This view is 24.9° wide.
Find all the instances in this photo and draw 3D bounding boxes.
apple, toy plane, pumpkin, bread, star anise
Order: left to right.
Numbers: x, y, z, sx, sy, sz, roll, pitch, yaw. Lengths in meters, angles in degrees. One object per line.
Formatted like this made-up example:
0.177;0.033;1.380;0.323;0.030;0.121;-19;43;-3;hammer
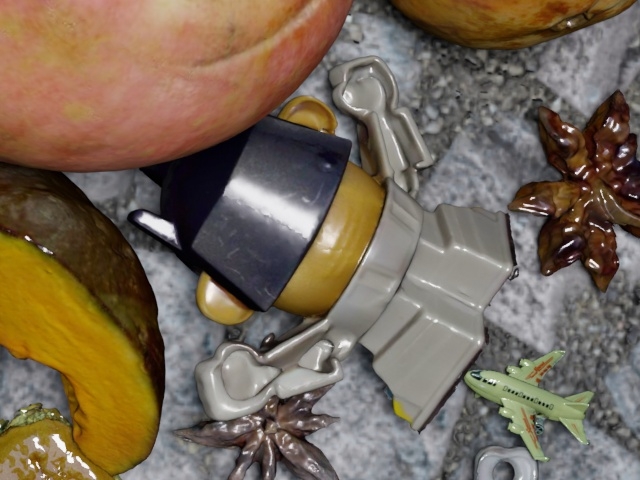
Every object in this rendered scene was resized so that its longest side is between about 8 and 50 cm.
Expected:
-0.211;0.203;1.083;0.128;0.069;0.140;-40;96;-8;bread
-0.189;0.002;1.017;0.312;0.148;0.169;48;39;-25;pumpkin
-0.154;-0.219;0.929;0.364;0.364;0.364;0;90;-12;apple
-0.029;0.152;1.121;0.129;0.056;0.124;43;77;8;star anise
0.167;0.128;1.170;0.111;0.040;0.102;16;52;0;toy plane
0.221;-0.040;1.177;0.168;0.057;0.168;0;88;-13;star anise

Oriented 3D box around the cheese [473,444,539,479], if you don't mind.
0.140;0.306;1.152;0.163;0.082;0.286;0;87;-13;cheese

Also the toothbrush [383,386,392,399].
0.098;0.079;1.175;0.131;0.011;0.013;-47;120;-8;toothbrush

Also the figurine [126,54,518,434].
0.002;-0.003;1.089;0.308;0.143;0.308;13;60;-25;figurine

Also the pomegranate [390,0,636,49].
0.145;-0.282;1.080;0.252;0.229;0.270;-11;81;-4;pomegranate
